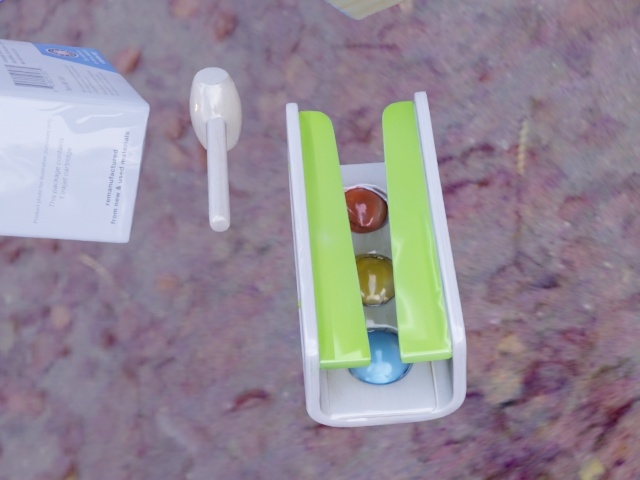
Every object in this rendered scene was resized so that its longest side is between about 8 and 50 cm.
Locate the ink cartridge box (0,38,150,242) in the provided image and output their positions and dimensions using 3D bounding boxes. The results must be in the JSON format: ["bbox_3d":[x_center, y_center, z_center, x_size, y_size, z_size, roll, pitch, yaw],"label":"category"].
[{"bbox_3d":[-0.419,-0.127,1.577,0.395,0.285,0.166,4,108,-22],"label":"ink cartridge box"}]

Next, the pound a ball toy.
[{"bbox_3d":[0.000,0.000,1.210,0.208,0.135,0.319,-5,50,-1],"label":"pound a ball toy"}]

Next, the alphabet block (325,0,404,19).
[{"bbox_3d":[0.057,-0.323,1.191,0.197,0.193,0.192,-20,73,25],"label":"alphabet block"}]
